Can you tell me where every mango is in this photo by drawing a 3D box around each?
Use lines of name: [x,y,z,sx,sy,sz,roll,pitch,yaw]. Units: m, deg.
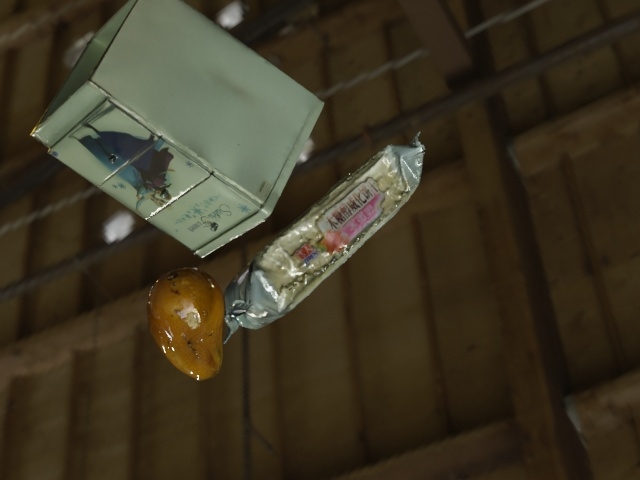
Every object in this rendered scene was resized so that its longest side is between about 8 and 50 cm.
mango: [-0.172,0.108,1.802,0.105,0.159,0.084,13,-152,24]

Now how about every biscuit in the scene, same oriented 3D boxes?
biscuit: [0.000,-0.001,1.675,0.309,0.079,0.186,-41,178,-13]

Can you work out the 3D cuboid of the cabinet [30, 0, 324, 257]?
cabinet: [-0.137,-0.112,1.362,0.145,0.206,0.150,-28,-148,55]
